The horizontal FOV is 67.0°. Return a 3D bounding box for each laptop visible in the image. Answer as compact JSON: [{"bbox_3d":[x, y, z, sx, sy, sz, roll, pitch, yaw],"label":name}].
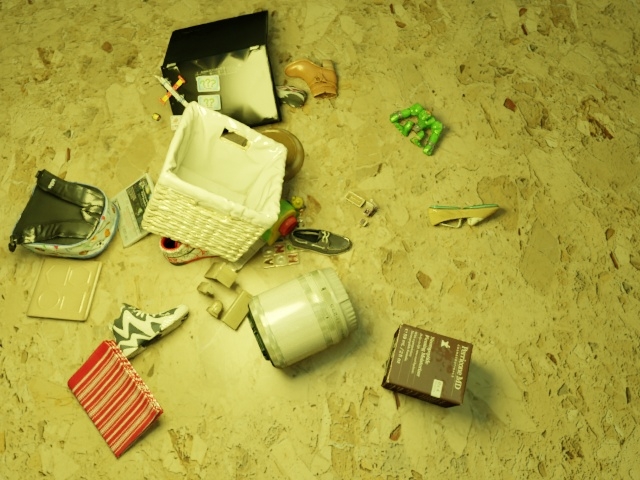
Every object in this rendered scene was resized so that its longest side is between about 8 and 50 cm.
[{"bbox_3d":[-0.350,-0.608,1.767,0.381,0.236,0.408,-9,105,7],"label":"laptop"}]

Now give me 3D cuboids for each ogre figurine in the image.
[{"bbox_3d":[0.345,-0.403,1.694,0.118,0.097,0.197,-45,57,3],"label":"ogre figurine"}]

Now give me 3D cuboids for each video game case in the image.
[{"bbox_3d":[-0.604,-0.100,1.595,0.173,0.022,0.190,-32,69,14],"label":"video game case"}]

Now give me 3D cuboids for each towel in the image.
[{"bbox_3d":[-0.589,0.442,1.370,0.199,0.031,0.275,-46,74,7],"label":"towel"}]

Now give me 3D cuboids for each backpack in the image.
[{"bbox_3d":[-0.776,-0.058,1.514,0.263,0.213,0.277,6,71,13],"label":"backpack"}]

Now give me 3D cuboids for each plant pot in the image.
[{"bbox_3d":[-0.175,-0.303,1.694,0.236,0.032,0.236,-1,68,2],"label":"plant pot"}]

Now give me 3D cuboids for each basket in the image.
[{"bbox_3d":[-0.306,-0.158,1.420,0.328,0.266,0.331,23,46,-21],"label":"basket"}]

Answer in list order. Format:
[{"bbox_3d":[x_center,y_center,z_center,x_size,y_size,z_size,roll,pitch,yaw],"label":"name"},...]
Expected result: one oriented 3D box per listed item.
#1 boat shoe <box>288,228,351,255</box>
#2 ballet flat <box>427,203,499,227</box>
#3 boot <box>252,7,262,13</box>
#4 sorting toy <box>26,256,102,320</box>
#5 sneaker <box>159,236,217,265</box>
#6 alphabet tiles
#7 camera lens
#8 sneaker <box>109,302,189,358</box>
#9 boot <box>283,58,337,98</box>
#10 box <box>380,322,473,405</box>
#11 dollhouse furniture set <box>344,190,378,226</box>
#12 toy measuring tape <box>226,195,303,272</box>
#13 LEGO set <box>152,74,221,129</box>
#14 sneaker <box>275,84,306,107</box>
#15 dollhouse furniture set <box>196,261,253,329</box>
[{"bbox_3d":[0.000,0.000,1.544,0.206,0.065,0.075,7,67,-3],"label":"boat shoe"},{"bbox_3d":[0.466,-0.081,1.579,0.232,0.080,0.073,-1,96,3],"label":"ballet flat"},{"bbox_3d":[-0.353,-0.800,1.870,0.269,0.089,0.236,0,68,3],"label":"boot"},{"bbox_3d":[-0.803,0.153,1.526,0.208,0.038,0.193,3,68,7],"label":"sorting toy"},{"bbox_3d":[-0.366,-0.004,1.516,0.270,0.145,0.090,-19,69,-6],"label":"sneaker"},{"bbox_3d":[-0.142,-0.026,1.594,0.198,0.009,0.237,-8,68,-2],"label":"alphabet tiles"},{"bbox_3d":[-0.057,0.219,1.379,0.274,0.219,0.219,-23,69,-8],"label":"camera lens"},{"bbox_3d":[-0.526,0.228,1.453,0.235,0.094,0.153,-37,80,-2],"label":"sneaker"},{"bbox_3d":[-0.035,-0.591,1.788,0.197,0.073,0.152,-7,72,1],"label":"boot"},{"bbox_3d":[0.291,0.351,1.346,0.203,0.167,0.169,15,69,7],"label":"box"},{"bbox_3d":[0.122,-0.119,1.586,0.114,0.081,0.091,33,72,13],"label":"dollhouse furniture set"},{"bbox_3d":[-0.177,-0.031,1.532,0.121,0.121,0.330,42,75,16],"label":"toy measuring tape"},{"bbox_3d":[-0.467,-0.472,1.662,0.244,0.060,0.183,-1,102,4],"label":"LEGO set"},{"bbox_3d":[-0.132,-0.540,1.781,0.178,0.072,0.077,23,47,12],"label":"sneaker"},{"bbox_3d":[-0.301,0.170,1.509,0.151,0.123,0.144,41,71,-21],"label":"dollhouse furniture set"}]
